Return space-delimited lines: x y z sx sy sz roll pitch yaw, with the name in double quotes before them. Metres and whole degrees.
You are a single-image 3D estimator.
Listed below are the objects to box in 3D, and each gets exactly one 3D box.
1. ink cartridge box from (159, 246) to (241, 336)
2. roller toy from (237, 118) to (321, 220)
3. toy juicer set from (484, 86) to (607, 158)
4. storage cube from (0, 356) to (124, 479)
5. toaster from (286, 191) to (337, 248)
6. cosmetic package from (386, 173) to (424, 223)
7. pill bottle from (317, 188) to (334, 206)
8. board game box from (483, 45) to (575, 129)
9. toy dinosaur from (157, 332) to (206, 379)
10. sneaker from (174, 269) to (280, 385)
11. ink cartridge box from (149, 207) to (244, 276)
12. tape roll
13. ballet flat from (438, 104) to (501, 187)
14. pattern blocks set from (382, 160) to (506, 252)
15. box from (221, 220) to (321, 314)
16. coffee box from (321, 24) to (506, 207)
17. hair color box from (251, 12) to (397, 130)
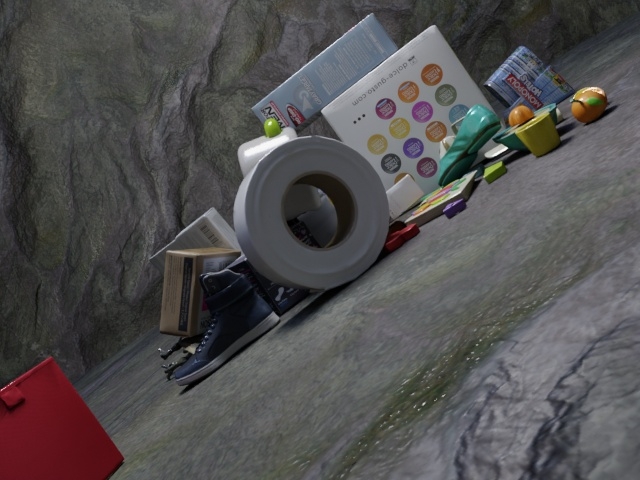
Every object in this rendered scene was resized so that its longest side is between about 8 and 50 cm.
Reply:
"ink cartridge box" -0.284 0.117 1.413 0.088 0.193 0.235 5 3 17
"roller toy" -0.092 -0.132 1.253 0.146 0.209 0.191 -21 -35 2
"toy juicer set" 0.457 -0.257 1.201 0.209 0.089 0.329 -33 5 4
"storage cube" -0.434 0.314 0.811 0.184 0.193 0.215 -31 5 22
"toaster" -0.022 -0.019 1.399 0.110 0.185 0.168 -43 8 -22
"cosmetic package" 0.137 -0.060 1.308 0.099 0.060 0.239 -41 -2 -20
"pill bottle" 0.021 -0.074 1.629 0.334 0.187 0.188 -31 6 20
"board game box" 0.557 -0.402 1.607 0.194 0.194 0.060 -48 4 2
"toy dinosaur" -0.309 0.255 1.337 0.118 0.064 0.268 -28 8 -8
"sneaker" -0.213 0.154 1.112 0.226 0.163 0.086 -37 8 -18
"ink cartridge box" -0.294 0.083 1.598 0.239 0.275 0.060 -33 14 27
"tape roll" -0.016 -0.047 1.100 0.286 0.286 0.100 -36 6 -21
"ballet flat" 0.317 -0.215 1.303 0.083 0.087 0.247 -21 -20 -24
"pattern blocks set" 0.250 -0.083 1.209 0.285 0.026 0.325 -32 5 18
"box" -0.101 0.068 1.318 0.163 0.142 0.247 -36 6 -22
"coffee box" 0.260 -0.315 1.547 0.338 0.334 0.338 -34 5 18
"hair color box" 0.015 -0.410 1.510 0.374 0.113 0.185 -36 5 11
